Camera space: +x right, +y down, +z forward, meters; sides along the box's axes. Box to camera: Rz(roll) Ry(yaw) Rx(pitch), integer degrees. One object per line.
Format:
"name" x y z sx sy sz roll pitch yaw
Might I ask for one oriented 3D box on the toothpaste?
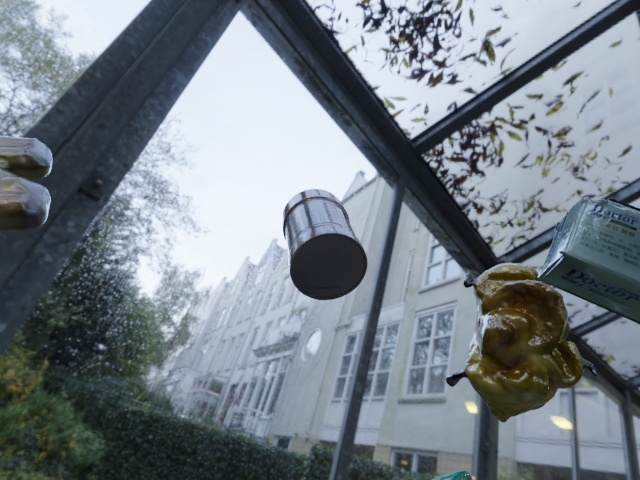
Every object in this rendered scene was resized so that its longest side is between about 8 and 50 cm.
"toothpaste" 0.377 0.059 0.375 0.313 0.089 0.071 26 -23 16

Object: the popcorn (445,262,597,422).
"popcorn" 0.425 0.224 0.876 0.281 0.297 0.315 13 -62 21

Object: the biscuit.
"biscuit" -0.560 -0.092 0.594 0.291 0.236 0.062 0 -52 -33

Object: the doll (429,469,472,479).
"doll" 0.118 0.367 0.475 0.259 0.152 0.195 -2 4 -12

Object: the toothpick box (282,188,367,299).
"toothpick box" 0.000 0.000 0.564 0.099 0.148 0.098 -4 -62 -7
